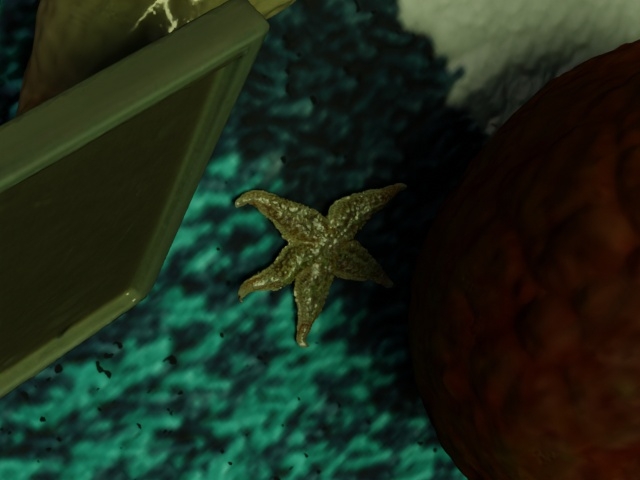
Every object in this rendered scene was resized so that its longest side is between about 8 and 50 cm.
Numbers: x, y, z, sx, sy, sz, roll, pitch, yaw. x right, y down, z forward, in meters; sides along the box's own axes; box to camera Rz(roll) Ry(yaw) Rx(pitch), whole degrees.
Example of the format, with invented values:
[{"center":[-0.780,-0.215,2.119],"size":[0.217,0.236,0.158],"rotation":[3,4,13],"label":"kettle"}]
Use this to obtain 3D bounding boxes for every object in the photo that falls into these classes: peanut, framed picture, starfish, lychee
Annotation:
[{"center":[-0.050,-0.096,0.564],"size":[0.187,0.082,0.082],"rotation":[-51,125,-7],"label":"peanut"},{"center":[-0.138,0.037,0.484],"size":[0.265,0.018,0.192],"rotation":[-35,166,-33],"label":"framed picture"},{"center":[0.000,0.000,0.666],"size":[0.092,0.016,0.086],"rotation":[38,83,-32],"label":"starfish"},{"center":[0.161,0.027,0.653],"size":[0.255,0.300,0.255],"rotation":[5,74,-18],"label":"lychee"}]
